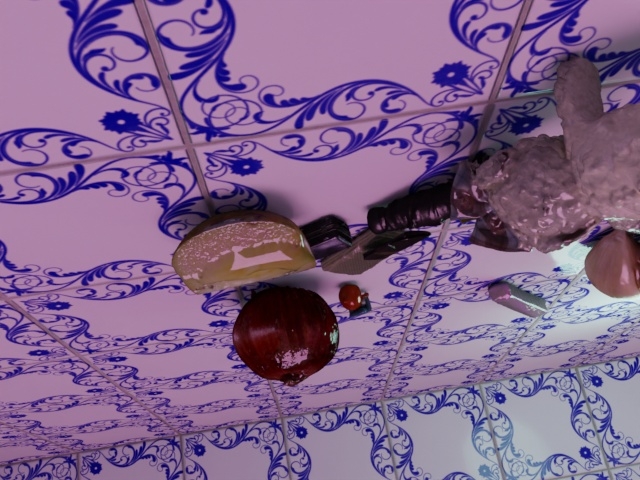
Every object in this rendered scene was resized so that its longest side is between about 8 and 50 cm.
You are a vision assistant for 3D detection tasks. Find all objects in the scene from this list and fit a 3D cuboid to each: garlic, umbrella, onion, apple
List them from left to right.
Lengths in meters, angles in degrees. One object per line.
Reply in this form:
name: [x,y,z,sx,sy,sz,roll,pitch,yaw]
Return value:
apple: [-0.154,-0.001,1.321,0.264,0.120,0.193,-13,143,-1]
onion: [-0.081,0.241,1.719,0.276,0.276,0.276,-9,156,-4]
umbrella: [0.252,-0.090,1.340,0.357,0.106,0.113,-15,147,29]
garlic: [0.852,0.054,1.783,0.250,0.286,0.313,-62,150,2]

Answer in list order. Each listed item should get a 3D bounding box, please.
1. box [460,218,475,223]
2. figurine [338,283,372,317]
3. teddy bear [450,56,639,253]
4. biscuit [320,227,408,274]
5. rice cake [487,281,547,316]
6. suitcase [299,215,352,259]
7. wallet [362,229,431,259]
box: [0.369,-0.096,1.424,0.193,0.030,0.121,-19,155,18]
figurine: [0.088,0.161,1.826,0.068,0.075,0.140,-19,157,20]
teddy bear: [0.446,-0.147,1.128,0.327,0.375,0.362,49,160,-20]
biscuit: [0.104,0.027,1.578,0.121,0.041,0.199,8,150,-39]
rice cake: [0.614,0.187,2.124,0.072,0.056,0.365,-23,153,30]
suitcase: [0.000,0.000,1.449,0.126,0.059,0.086,-21,155,23]
wallet: [0.159,0.011,1.469,0.082,0.018,0.156,-4,163,-38]
